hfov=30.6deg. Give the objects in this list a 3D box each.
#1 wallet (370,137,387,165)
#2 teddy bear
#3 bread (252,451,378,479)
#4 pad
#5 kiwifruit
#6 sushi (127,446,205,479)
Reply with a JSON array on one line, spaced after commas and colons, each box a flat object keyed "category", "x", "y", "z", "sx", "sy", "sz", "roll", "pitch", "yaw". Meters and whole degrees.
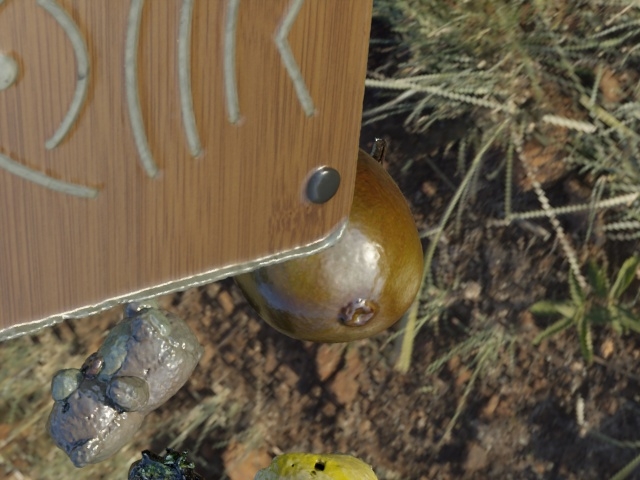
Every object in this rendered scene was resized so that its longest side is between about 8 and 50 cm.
[{"category": "wallet", "x": 0.053, "y": -0.021, "z": 1.636, "sx": 0.031, "sy": 0.122, "sz": 0.232, "roll": 17, "pitch": 114, "yaw": 3}, {"category": "teddy bear", "x": -0.305, "y": 0.211, "z": 1.769, "sx": 0.267, "sy": 0.236, "sz": 0.151, "roll": -41, "pitch": 109, "yaw": -3}, {"category": "bread", "x": -0.003, "y": 0.427, "z": 1.878, "sx": 0.197, "sy": 0.170, "sz": 0.197, "roll": -1, "pitch": 88, "yaw": 28}, {"category": "pad", "x": -0.092, "y": -0.090, "z": 0.599, "sx": 0.018, "sy": 0.284, "sz": 0.287, "roll": 40, "pitch": 136, "yaw": 45}, {"category": "kiwifruit", "x": 0.000, "y": 0.000, "z": 1.150, "sx": 0.196, "sy": 0.234, "sz": 0.196, "roll": -9, "pitch": 126, "yaw": -13}, {"category": "sushi", "x": -0.181, "y": 0.285, "z": 1.366, "sx": 0.083, "sy": 0.056, "sz": 0.085, "roll": -3, "pitch": 86, "yaw": 31}]
